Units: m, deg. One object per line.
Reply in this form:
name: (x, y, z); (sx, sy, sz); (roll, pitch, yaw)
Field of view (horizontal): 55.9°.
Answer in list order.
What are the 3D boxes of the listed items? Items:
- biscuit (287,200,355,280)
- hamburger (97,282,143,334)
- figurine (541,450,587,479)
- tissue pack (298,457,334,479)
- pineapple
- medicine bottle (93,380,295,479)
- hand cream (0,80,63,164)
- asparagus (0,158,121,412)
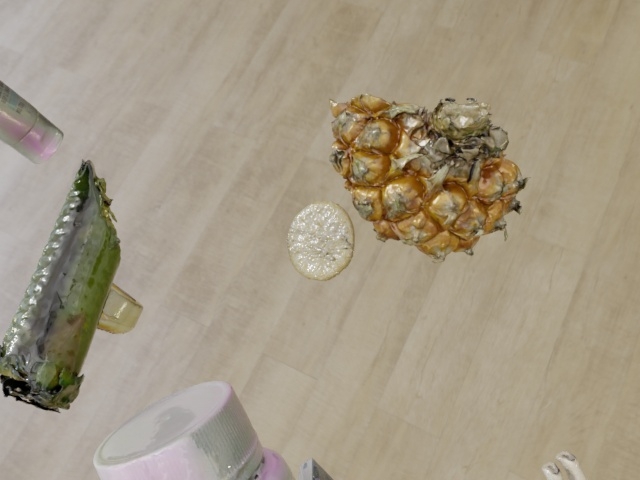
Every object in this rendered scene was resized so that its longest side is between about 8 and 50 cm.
biscuit: (-0.001, 0.000, 1.608); (0.219, 0.033, 0.220); (-6, 79, 30)
hamburger: (-0.377, 0.109, 1.038); (0.126, 0.141, 0.081); (27, 74, 37)
figurine: (0.258, 0.298, 0.567); (0.083, 0.083, 0.187); (-16, 86, 4)
tissue pack: (0.013, 0.575, 1.338); (0.051, 0.112, 0.156); (-35, 108, 12)
pineapple: (0.129, -0.059, 0.632); (0.249, 0.164, 0.140); (26, 75, -23)
medicine bottle: (-0.147, 0.370, 0.815); (0.241, 0.241, 0.302); (-24, 98, 0)
hand cream: (-0.497, -0.229, 0.829); (0.070, 0.312, 0.111); (-28, 48, 13)
asparagus: (-0.368, 0.055, 0.902); (0.128, 0.108, 0.382); (5, 68, 20)
